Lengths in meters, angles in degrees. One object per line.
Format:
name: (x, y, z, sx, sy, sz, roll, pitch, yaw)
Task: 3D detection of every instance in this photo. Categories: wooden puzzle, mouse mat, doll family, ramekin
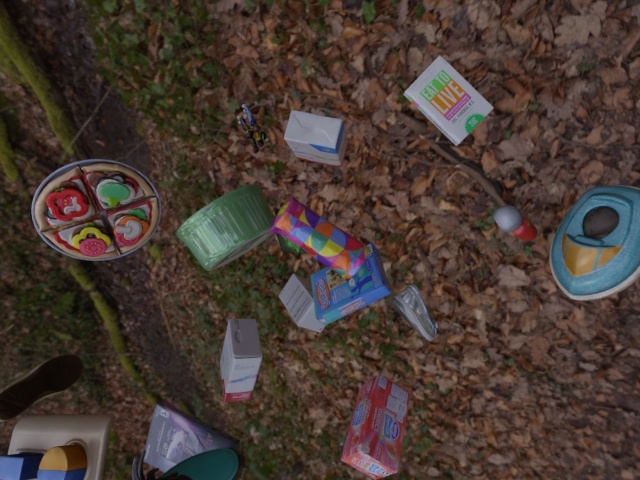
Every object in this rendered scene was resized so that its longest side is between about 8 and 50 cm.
wooden puzzle: (-0.616, 0.563, 0.902, 0.322, 0.348, 0.080, -10, 153, 23)
mouse mat: (-0.110, 0.012, 1.840, 0.152, 0.007, 0.190, 3, 149, 7)
doll family: (-0.232, -0.376, 1.431, 0.076, 0.111, 0.193, -25, 156, 4)
ramekin: (-0.280, -0.033, 1.312, 0.303, 0.303, 0.148, -34, 88, 44)

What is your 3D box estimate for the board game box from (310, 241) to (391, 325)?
board game box: (0.076, 0.118, 1.137, 0.210, 0.160, 0.047, -29, 131, 19)

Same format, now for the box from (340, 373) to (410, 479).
box: (0.205, 0.666, 1.498, 0.154, 0.300, 0.142, 32, 133, -7)

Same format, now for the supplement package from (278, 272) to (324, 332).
supplement package: (-0.047, 0.209, 1.402, 0.105, 0.179, 0.105, 27, 101, -36)

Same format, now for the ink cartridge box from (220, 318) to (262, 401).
ink cartridge box: (-0.205, 0.303, 1.057, 0.072, 0.127, 0.175, 4, 126, -21)

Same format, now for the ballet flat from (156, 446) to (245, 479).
ballet flat: (-0.394, 0.677, 1.019, 0.164, 0.482, 0.182, -130, 21, -56)

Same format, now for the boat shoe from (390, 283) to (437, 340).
boat shoe: (0.357, 0.265, 1.496, 0.320, 0.103, 0.118, 47, 177, -41)

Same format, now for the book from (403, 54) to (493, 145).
book: (0.245, -0.267, 0.801, 0.144, 0.096, 0.035, 44, 178, 1)

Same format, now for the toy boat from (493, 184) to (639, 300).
toy boat: (0.556, -0.012, 0.939, 0.148, 0.268, 0.318, 23, 179, -35)

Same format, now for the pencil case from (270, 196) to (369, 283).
pencil case: (0.000, 0.000, 0.966, 0.236, 0.104, 0.104, 35, 137, -11)

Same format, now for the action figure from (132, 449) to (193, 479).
action figure: (-0.201, 0.447, 0.606, 0.275, 0.141, 0.164, 40, 154, 5)

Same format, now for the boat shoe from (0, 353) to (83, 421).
boat shoe: (-0.854, 0.435, 1.241, 0.098, 0.302, 0.109, -19, 97, 18)

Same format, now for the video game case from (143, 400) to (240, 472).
video game case: (-0.379, 0.608, 1.203, 0.274, 0.026, 0.196, 19, 99, 15)

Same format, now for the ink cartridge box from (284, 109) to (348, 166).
ink cartridge box: (-0.003, -0.259, 1.108, 0.134, 0.078, 0.231, 13, 178, 9)

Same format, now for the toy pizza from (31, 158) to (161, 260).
toy pizza: (-0.380, -0.044, 0.722, 0.032, 0.201, 0.201, 48, 152, 45)
